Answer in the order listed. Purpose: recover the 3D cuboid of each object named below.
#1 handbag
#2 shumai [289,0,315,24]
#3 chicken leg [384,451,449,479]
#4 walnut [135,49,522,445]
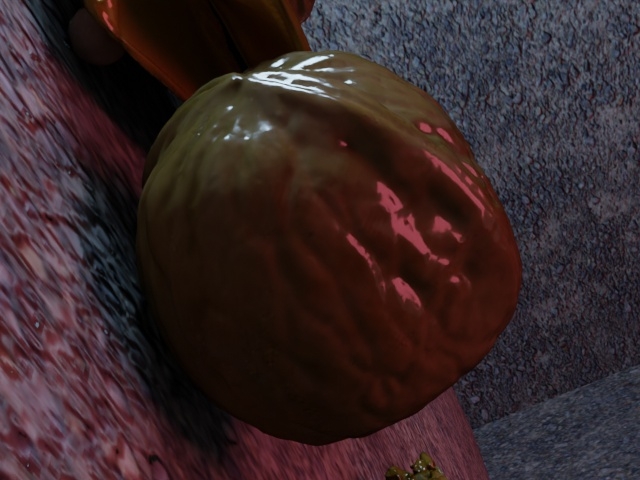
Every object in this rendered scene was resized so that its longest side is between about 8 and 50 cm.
[{"bbox_3d":[-0.091,-0.170,0.752,0.283,0.133,0.401,65,5,28],"label":"handbag"},{"bbox_3d":[-0.055,-0.353,1.051,0.267,0.262,0.314,-102,169,-54],"label":"shumai"},{"bbox_3d":[0.101,0.285,0.945,0.101,0.085,0.207,58,-7,31],"label":"chicken leg"},{"bbox_3d":[0.000,0.000,0.542,0.228,0.228,0.228,-23,90,-83],"label":"walnut"}]
